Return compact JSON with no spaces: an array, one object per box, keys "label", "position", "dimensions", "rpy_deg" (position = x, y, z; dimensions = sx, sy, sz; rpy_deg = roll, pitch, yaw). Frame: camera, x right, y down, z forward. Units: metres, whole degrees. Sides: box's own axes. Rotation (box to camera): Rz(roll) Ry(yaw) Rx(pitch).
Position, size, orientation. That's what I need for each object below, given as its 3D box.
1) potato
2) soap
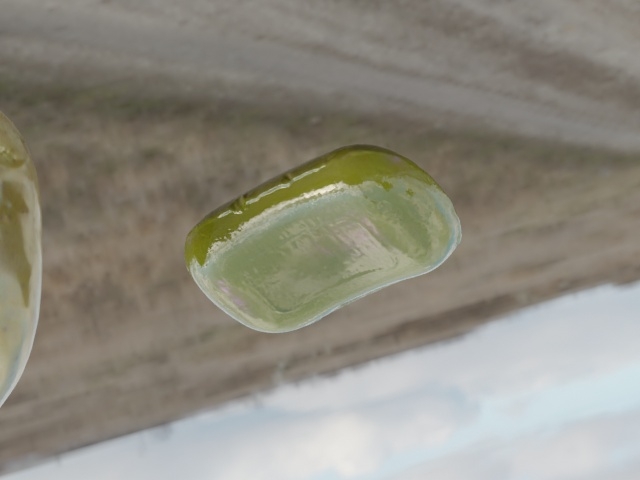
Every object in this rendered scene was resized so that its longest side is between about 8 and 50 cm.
[{"label":"potato","position":[-0.193,0.012,0.763],"dimensions":[0.118,0.178,0.109],"rpy_deg":[6,-172,5]},{"label":"soap","position":[0.000,-0.001,0.797],"dimensions":[0.140,0.089,0.045],"rpy_deg":[-25,-144,27]}]
